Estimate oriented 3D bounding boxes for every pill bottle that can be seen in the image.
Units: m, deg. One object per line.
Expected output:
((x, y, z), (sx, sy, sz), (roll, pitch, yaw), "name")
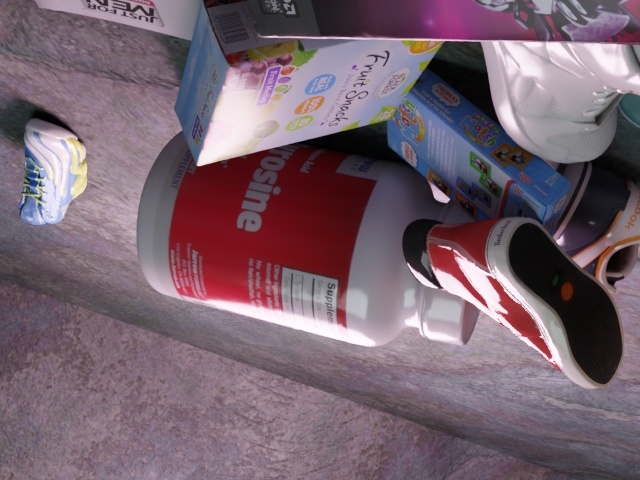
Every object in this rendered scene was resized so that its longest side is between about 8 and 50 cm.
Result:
((0.000, 0.000, 1.155), (0.408, 0.229, 0.229), (12, 160, 17), "pill bottle")

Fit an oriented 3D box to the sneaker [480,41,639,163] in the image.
((0.222, -0.127, 0.722), (0.169, 0.108, 0.292), (32, 172, 38), "sneaker")

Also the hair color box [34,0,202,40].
((-0.165, -0.301, 0.662), (0.185, 0.113, 0.374), (15, 160, 11), "hair color box")

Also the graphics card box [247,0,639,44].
((0.108, -0.230, 0.515), (0.371, 0.094, 0.232), (9, 134, 28), "graphics card box")

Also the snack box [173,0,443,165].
((-0.010, -0.151, 0.806), (0.207, 0.070, 0.174), (-17, 165, -21), "snack box")

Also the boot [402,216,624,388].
((0.196, 0.061, 0.971), (0.244, 0.088, 0.176), (46, 155, -28), "boot")

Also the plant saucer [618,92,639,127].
((0.325, -0.127, 0.822), (0.119, 0.021, 0.119), (16, 160, 6), "plant saucer")

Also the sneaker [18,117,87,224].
((-0.421, -0.092, 1.447), (0.091, 0.126, 0.240), (17, 161, 4), "sneaker")

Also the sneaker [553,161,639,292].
((0.291, 0.020, 1.097), (0.128, 0.126, 0.321), (23, 160, 5), "sneaker")

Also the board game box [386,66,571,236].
((0.152, -0.079, 0.947), (0.211, 0.039, 0.160), (42, 168, 19), "board game box")
